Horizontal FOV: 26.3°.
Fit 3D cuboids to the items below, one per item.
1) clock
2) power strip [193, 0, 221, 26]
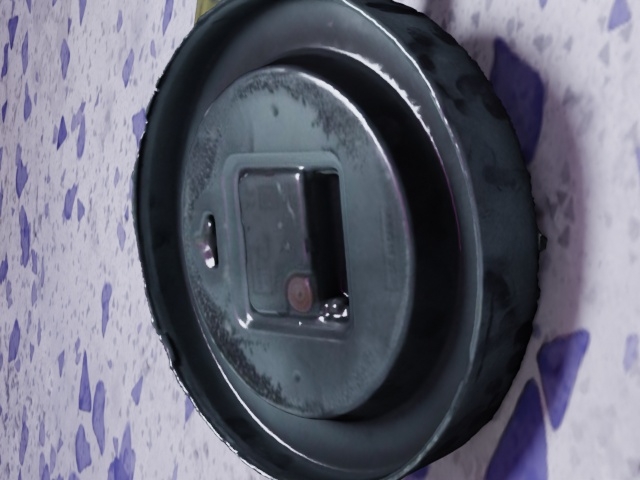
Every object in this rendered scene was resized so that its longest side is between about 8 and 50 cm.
[{"bbox_3d":[0.000,0.000,0.830,0.312,0.061,0.313,12,106,46],"label":"clock"},{"bbox_3d":[-0.075,-0.153,1.073,0.092,0.066,0.388,-83,4,-49],"label":"power strip"}]
